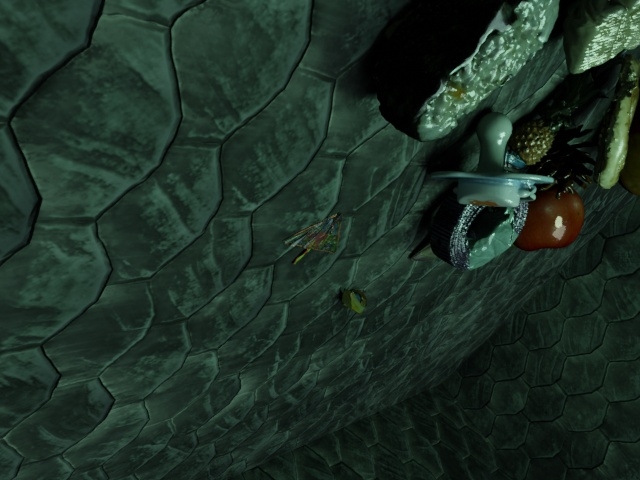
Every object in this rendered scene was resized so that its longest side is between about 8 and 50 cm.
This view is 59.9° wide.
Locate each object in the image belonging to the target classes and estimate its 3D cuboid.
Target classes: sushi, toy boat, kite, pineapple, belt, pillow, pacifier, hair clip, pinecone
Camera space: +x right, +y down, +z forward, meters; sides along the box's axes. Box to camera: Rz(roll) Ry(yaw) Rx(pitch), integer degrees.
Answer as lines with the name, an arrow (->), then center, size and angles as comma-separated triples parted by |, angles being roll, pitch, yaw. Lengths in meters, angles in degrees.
sushi -> 0.241, -0.337, 0.969 | 0.350, 0.171, 0.211 | -44, 154, 13
toy boat -> 0.569, -0.242, 1.629 | 0.137, 0.060, 0.061 | -2, 111, -47
toy boat -> 0.106, 0.184, 1.727 | 0.066, 0.065, 0.172 | -60, 153, -5
kite -> 0.000, 0.000, 1.369 | 0.183, 0.014, 0.241 | -44, 153, 14
pineapple -> 0.639, -0.334, 1.508 | 0.277, 0.119, 0.130 | -45, -179, 20
belt -> 0.470, -0.056, 1.633 | 0.325, 0.122, 0.260 | -42, 127, -10
pillow -> 0.395, 0.004, 1.777 | 0.130, 0.038, 0.232 | 8, 140, -42
pacifier -> 0.433, -0.203, 1.393 | 0.244, 0.299, 0.233 | -10, 105, -56
hair clip -> 0.828, -0.495, 1.567 | 0.115, 0.039, 0.030 | -32, 149, -7
pinecone -> 0.746, -0.235, 1.700 | 0.202, 0.201, 0.229 | -6, 160, -32

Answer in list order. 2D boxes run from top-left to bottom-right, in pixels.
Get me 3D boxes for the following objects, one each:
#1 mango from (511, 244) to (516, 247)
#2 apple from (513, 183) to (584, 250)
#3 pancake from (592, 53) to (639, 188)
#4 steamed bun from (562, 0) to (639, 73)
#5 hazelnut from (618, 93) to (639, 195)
mango -> 0.797, -0.035, 2.159 | 0.267, 0.111, 0.133 | -21, 160, -20
apple -> 0.744, -0.077, 1.870 | 0.260, 0.217, 0.260 | -8, -174, 1
pancake -> 0.821, -0.320, 1.527 | 0.382, 0.071, 0.382 | -34, 130, -54
steamed bun -> 0.624, -0.493, 1.208 | 0.211, 0.144, 0.218 | -22, 153, 5
hazelnut -> 1.159, -0.349, 1.839 | 0.402, 0.402, 0.429 | -18, 170, -33
